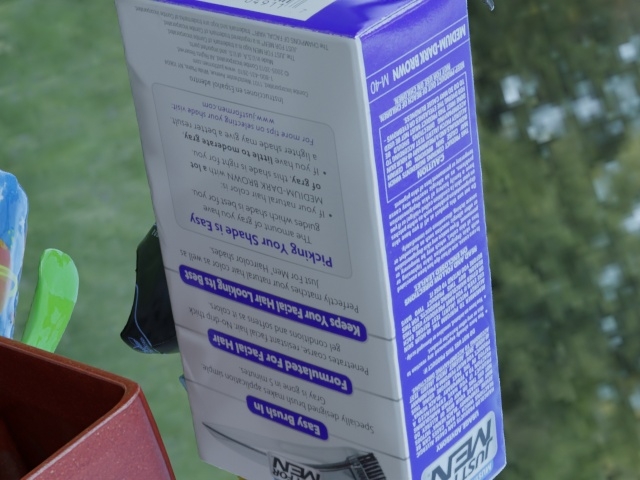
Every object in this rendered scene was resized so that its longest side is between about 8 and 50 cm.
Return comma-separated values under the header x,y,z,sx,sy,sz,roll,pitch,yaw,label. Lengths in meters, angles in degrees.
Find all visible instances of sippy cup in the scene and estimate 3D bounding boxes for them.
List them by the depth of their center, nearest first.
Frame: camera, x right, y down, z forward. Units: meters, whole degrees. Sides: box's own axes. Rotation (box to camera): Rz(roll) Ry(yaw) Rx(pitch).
x,y,z,sx,sy,sz,roll,pitch,yaw,label
-0.378,0.034,1.665,0.240,0.305,0.224,122,-19,-74,sippy cup

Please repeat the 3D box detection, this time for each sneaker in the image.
x,y,z,sx,sy,sz,roll,pitch,yaw,label
-0.092,-0.015,1.375,0.081,0.090,0.232,44,46,-32,sneaker

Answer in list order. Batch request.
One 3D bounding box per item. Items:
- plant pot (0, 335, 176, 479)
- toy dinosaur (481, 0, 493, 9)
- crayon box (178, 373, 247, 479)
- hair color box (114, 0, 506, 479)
x,y,z,sx,sy,sz,roll,pitch,yaw,label
-0.207,0.231,1.019,0.267,0.267,0.236,10,-47,56,plant pot
0.119,-0.315,1.157,0.121,0.160,0.313,-11,-83,39,toy dinosaur
-0.002,0.182,1.808,0.203,0.083,0.323,59,-32,-3,crayon box
0.000,0.000,1.080,0.185,0.110,0.339,16,-55,36,hair color box
